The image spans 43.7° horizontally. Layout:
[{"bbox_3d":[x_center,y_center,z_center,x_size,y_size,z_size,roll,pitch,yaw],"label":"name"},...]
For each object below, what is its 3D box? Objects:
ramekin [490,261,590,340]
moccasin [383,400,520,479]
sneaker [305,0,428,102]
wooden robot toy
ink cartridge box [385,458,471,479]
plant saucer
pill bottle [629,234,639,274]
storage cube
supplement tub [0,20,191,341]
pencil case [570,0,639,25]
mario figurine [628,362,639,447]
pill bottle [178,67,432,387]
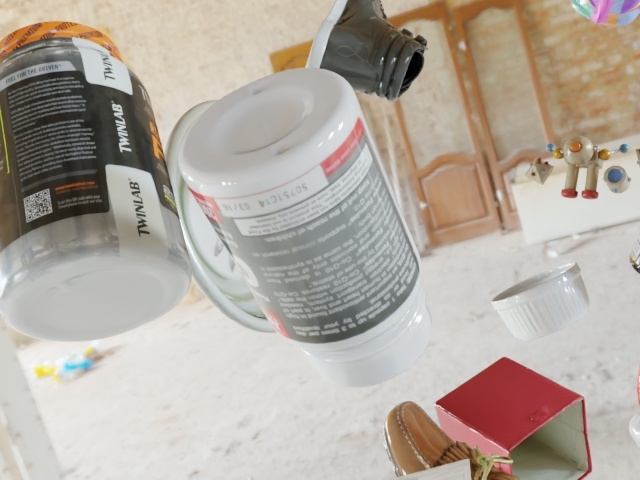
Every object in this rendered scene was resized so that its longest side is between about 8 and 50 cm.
[{"bbox_3d":[0.496,0.139,1.770,0.207,0.109,0.207,-26,-2,-1],"label":"ramekin"},{"bbox_3d":[0.239,0.373,1.130,0.139,0.380,0.147,0,-48,-51],"label":"moccasin"},{"bbox_3d":[0.079,-0.284,1.119,0.147,0.104,0.295,19,42,0],"label":"sneaker"},{"bbox_3d":[0.333,-0.096,0.994,0.173,0.076,0.079,4,-13,30],"label":"wooden robot toy"},{"bbox_3d":[0.063,0.290,0.746,0.189,0.066,0.232,-18,-3,10],"label":"ink cartridge box"},{"bbox_3d":[-0.144,-0.034,1.344,0.101,0.400,0.400,-18,8,31],"label":"plant saucer"},{"bbox_3d":[0.735,-0.025,1.637,0.123,0.219,0.122,11,31,-7],"label":"pill bottle"},{"bbox_3d":[0.346,0.357,1.444,0.215,0.183,0.193,-27,28,-24],"label":"storage cube"},{"bbox_3d":[-0.279,-0.073,0.913,0.207,0.338,0.207,-15,-27,-8],"label":"supplement tub"},{"bbox_3d":[0.366,-0.353,0.962,0.105,0.104,0.236,-17,-19,6],"label":"pencil case"},{"bbox_3d":[0.479,0.231,0.881,0.198,0.320,0.170,14,-53,-45],"label":"mario figurine"},{"bbox_3d":[0.000,0.000,0.741,0.161,0.283,0.161,-16,38,13],"label":"pill bottle"}]
